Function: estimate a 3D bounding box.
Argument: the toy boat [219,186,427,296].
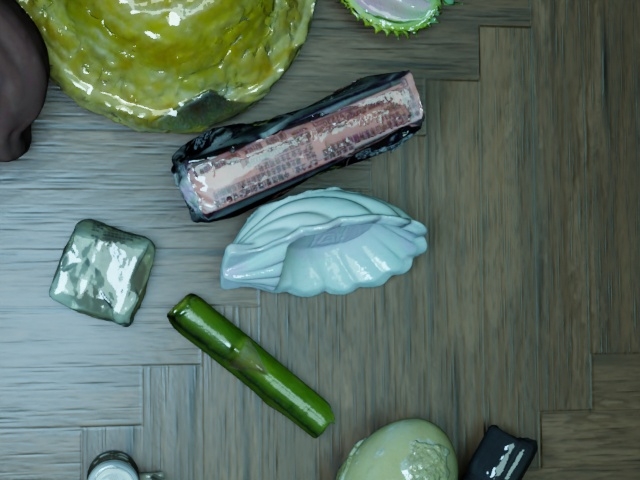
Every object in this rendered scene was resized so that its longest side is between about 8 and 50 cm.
[{"bbox_3d":[0.000,0.000,1.628,0.290,0.199,0.100,-8,58,-17],"label":"toy boat"}]

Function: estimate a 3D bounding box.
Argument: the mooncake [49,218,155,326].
[{"bbox_3d":[-0.296,0.042,1.614,0.125,0.073,0.129,22,86,-12],"label":"mooncake"}]

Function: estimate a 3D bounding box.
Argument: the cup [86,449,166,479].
[{"bbox_3d":[-0.268,0.334,1.593,0.102,0.099,0.074,27,84,-8],"label":"cup"}]

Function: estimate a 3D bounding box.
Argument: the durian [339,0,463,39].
[{"bbox_3d":[0.090,-0.386,1.694,0.137,0.095,0.220,-39,98,26],"label":"durian"}]

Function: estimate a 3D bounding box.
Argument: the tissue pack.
[{"bbox_3d":[-0.038,-0.129,1.581,0.332,0.245,0.123,-23,93,-9],"label":"tissue pack"}]

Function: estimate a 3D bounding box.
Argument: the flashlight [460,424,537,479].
[{"bbox_3d":[0.178,0.455,1.672,0.103,0.103,0.424,34,81,-7],"label":"flashlight"}]

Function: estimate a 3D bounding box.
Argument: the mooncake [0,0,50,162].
[{"bbox_3d":[-0.521,-0.186,1.494,0.326,0.174,0.333,13,107,-15],"label":"mooncake"}]

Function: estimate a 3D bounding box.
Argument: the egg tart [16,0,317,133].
[{"bbox_3d":[-0.205,-0.371,1.594,0.443,0.178,0.443,1,87,-10],"label":"egg tart"}]

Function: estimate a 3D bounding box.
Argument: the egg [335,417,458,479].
[{"bbox_3d":[0.105,0.340,1.631,0.164,0.164,0.201,36,81,-7],"label":"egg"}]

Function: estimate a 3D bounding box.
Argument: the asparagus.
[{"bbox_3d":[-0.096,0.174,1.650,0.278,0.067,0.060,41,54,-10],"label":"asparagus"}]
